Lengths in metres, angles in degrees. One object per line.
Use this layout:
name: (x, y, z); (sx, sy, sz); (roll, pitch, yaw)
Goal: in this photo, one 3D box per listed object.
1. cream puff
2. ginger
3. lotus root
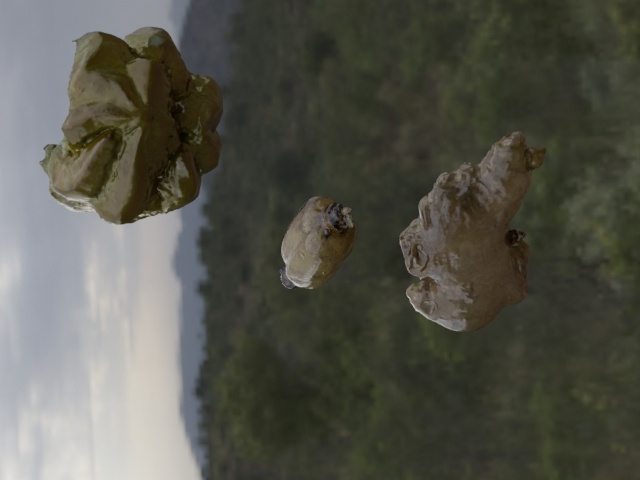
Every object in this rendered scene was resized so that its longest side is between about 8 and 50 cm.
cream puff: (-0.271, -0.147, 2.171); (0.270, 0.274, 0.323); (-122, 44, -56)
ginger: (0.146, -0.009, 1.413); (0.074, 0.137, 0.213); (-110, 17, -48)
lotus root: (0.000, 0.000, 1.397); (0.152, 0.063, 0.072); (129, 145, -57)
